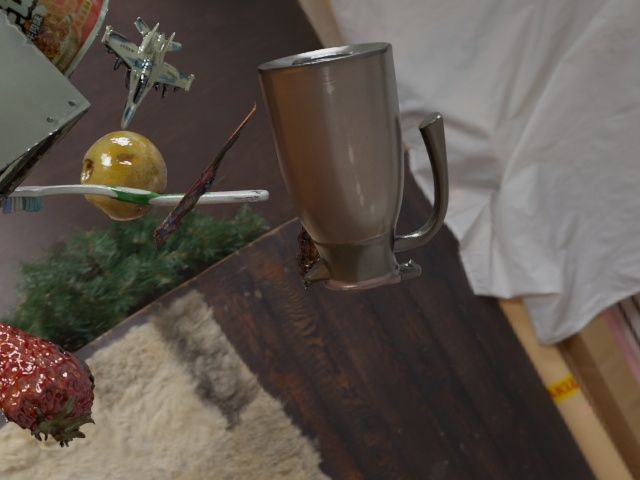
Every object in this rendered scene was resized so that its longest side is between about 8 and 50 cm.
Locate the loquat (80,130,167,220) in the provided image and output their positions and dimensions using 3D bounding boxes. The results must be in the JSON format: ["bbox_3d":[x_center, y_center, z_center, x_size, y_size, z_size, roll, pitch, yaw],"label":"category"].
[{"bbox_3d":[-0.460,-0.146,1.966,0.213,0.213,0.213,10,72,-31],"label":"loquat"}]

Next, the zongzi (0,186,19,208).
[{"bbox_3d":[-0.686,-0.155,1.749,0.189,0.081,0.178,3,99,-57],"label":"zongzi"}]

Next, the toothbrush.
[{"bbox_3d":[-0.285,-0.072,1.310,0.417,0.042,0.040,-4,107,-16],"label":"toothbrush"}]

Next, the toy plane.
[{"bbox_3d":[-0.341,-0.304,1.565,0.192,0.088,0.262,29,61,-24],"label":"toy plane"}]

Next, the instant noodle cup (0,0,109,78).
[{"bbox_3d":[-0.532,-0.404,1.366,0.307,0.293,0.294,30,62,-28],"label":"instant noodle cup"}]

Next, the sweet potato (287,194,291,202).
[{"bbox_3d":[-0.040,-0.136,1.415,0.059,0.068,0.206,-17,117,-11],"label":"sweet potato"}]

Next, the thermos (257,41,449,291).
[{"bbox_3d":[0.035,-0.055,0.660,0.137,0.105,0.193,-13,106,-7],"label":"thermos"}]

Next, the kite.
[{"bbox_3d":[-0.193,-0.063,1.210,0.016,0.321,0.234,36,30,-1],"label":"kite"}]

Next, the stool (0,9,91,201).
[{"bbox_3d":[-0.470,-0.114,1.032,0.170,0.243,0.270,46,38,-12],"label":"stool"}]

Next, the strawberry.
[{"bbox_3d":[-0.556,0.274,1.669,0.150,0.280,0.253,-43,136,-5],"label":"strawberry"}]

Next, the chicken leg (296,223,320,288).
[{"bbox_3d":[0.000,0.000,1.751,0.063,0.105,0.234,-46,146,-65],"label":"chicken leg"}]
